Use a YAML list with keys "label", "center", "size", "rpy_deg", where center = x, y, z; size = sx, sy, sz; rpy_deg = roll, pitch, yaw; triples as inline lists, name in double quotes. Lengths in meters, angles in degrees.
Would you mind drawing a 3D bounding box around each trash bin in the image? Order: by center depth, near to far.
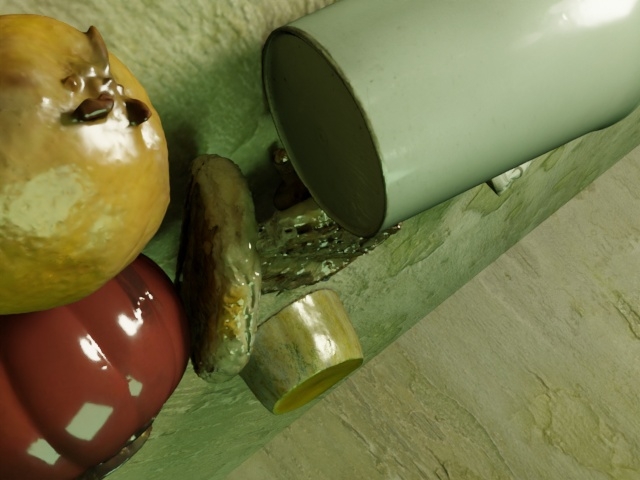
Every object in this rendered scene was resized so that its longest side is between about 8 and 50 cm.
- label: "trash bin"
  center: [0.177, -0.203, 0.710]
  size: [0.432, 0.280, 0.280]
  rpy_deg: [-28, 158, -18]

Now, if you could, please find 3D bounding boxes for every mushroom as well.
- label: "mushroom"
  center: [-0.038, -0.086, 0.878]
  size: [0.088, 0.073, 0.129]
  rpy_deg: [-40, 160, -5]

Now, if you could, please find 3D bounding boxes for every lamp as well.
- label: "lamp"
  center: [-0.287, 0.126, 0.636]
  size: [0.303, 0.257, 0.303]
  rpy_deg: [-22, -164, 7]

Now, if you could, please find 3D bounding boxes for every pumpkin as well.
- label: "pumpkin"
  center: [-0.039, 0.296, 1.529]
  size: [0.332, 0.199, 0.332]
  rpy_deg: [-33, 156, -17]

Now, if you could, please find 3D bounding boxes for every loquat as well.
- label: "loquat"
  center: [-0.231, -0.051, 0.461]
  size: [0.238, 0.193, 0.238]
  rpy_deg: [-17, 146, -12]

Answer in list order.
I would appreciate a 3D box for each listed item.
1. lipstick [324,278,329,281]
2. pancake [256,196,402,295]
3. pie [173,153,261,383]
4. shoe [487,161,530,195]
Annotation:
- label: "lipstick"
  center: [0.052, -0.015, 1.233]
  size: [0.053, 0.053, 0.234]
  rpy_deg: [-11, 142, -51]
- label: "pancake"
  center: [-0.041, 0.018, 0.971]
  size: [0.382, 0.071, 0.382]
  rpy_deg: [-21, 166, -6]
- label: "pie"
  center: [-0.129, 0.030, 0.712]
  size: [0.055, 0.274, 0.274]
  rpy_deg: [-1, 143, -25]
- label: "shoe"
  center: [0.415, -0.197, 1.345]
  size: [0.159, 0.124, 0.316]
  rpy_deg: [-41, 165, 11]
